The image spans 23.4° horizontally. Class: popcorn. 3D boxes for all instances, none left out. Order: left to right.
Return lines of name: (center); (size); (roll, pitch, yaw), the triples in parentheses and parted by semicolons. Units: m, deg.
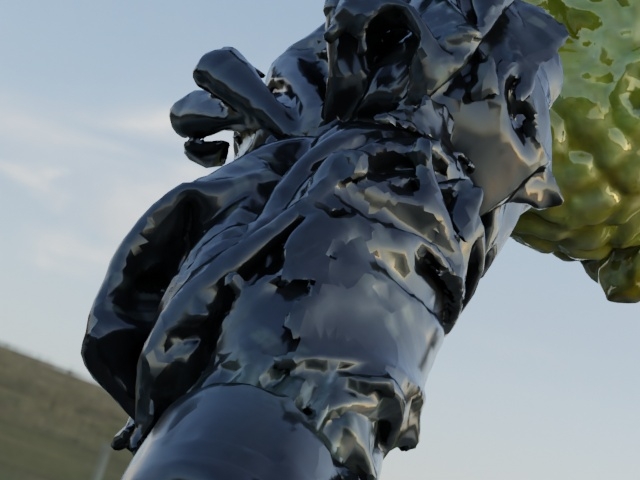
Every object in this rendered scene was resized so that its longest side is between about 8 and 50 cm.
popcorn: (0.182, -0.084, 1.084); (0.206, 0.251, 0.237); (-15, 14, 0)

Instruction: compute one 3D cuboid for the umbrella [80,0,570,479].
umbrella: (-0.008, 0.005, 0.492); (0.128, 0.336, 0.154); (43, -51, -8)
